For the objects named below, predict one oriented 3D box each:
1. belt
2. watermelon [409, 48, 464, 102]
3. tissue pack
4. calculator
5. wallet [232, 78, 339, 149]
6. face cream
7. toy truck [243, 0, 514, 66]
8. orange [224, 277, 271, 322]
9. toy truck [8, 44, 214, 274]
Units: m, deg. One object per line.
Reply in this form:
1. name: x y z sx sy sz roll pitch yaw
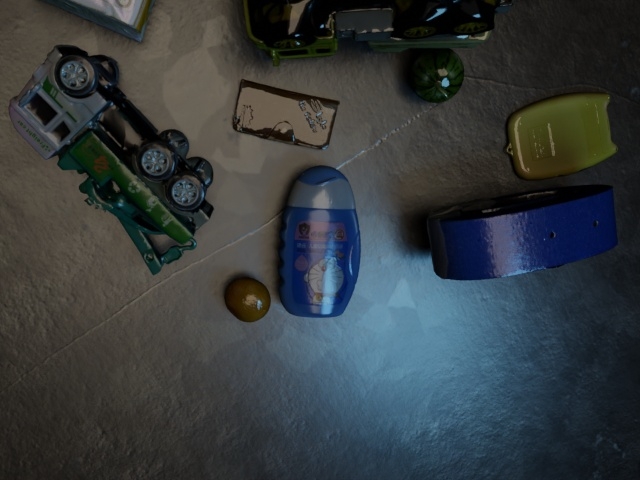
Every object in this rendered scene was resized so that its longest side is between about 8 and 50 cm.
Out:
1. belt: 0.361 -0.022 1.185 0.346 0.212 0.117 -12 101 -15
2. watermelon: 0.204 -0.291 1.167 0.109 0.109 0.109 -2 97 -13
3. tissue pack: -0.325 -0.453 1.015 0.185 0.124 0.225 20 92 -15
4. calculator: 0.467 -0.201 1.278 0.236 0.033 0.157 -16 101 -9
5. wallet: -0.060 -0.218 1.157 0.176 0.026 0.095 11 97 -14
6. face cream: 0.000 0.000 1.169 0.149 0.083 0.264 1 96 -16
7. toy truck: 0.087 -0.386 1.056 0.405 0.254 0.181 -4 88 2
8. orange: -0.128 0.103 1.158 0.085 0.085 0.085 -2 97 -13
9. toy truck: -0.309 -0.128 1.041 0.178 0.176 0.363 -37 105 6
